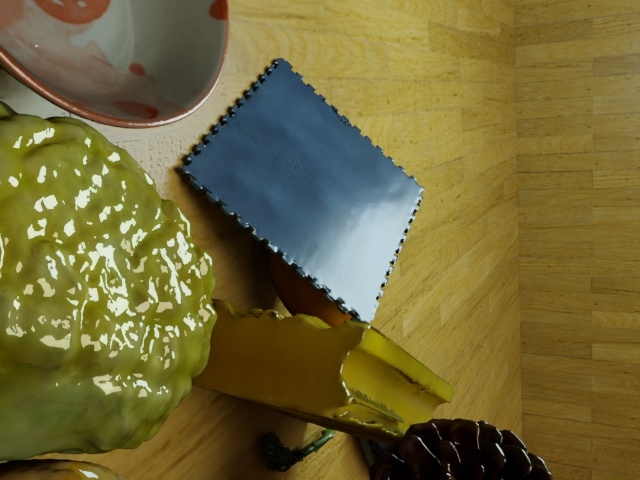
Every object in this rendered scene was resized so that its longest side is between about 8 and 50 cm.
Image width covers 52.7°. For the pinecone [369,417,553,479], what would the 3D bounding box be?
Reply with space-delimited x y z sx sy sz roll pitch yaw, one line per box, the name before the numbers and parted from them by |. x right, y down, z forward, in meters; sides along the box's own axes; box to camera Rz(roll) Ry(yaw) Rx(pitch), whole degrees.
pinecone | 0.148 0.300 0.656 0.292 0.247 0.246 75 30 -49

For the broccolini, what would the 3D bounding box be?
broccolini | -0.030 0.278 0.867 0.052 0.054 0.194 -57 159 4

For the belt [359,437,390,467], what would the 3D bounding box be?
belt | 0.130 0.333 1.090 0.122 0.129 0.218 -103 172 -54

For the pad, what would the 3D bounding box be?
pad | -0.002 -0.069 0.761 0.270 0.012 0.269 42 45 -10

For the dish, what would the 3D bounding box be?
dish | -0.182 -0.197 0.462 0.260 0.086 0.260 21 64 -53

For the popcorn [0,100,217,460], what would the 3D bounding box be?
popcorn | -0.190 0.019 0.394 0.286 0.174 0.225 19 58 -51

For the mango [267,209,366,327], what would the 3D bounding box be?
mango | 0.000 0.000 0.808 0.139 0.113 0.253 4 63 -21

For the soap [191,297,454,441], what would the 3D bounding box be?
soap | 0.014 0.168 0.757 0.324 0.204 0.096 42 58 -56

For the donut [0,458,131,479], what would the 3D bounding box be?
donut | -0.201 0.293 0.393 0.299 0.150 0.317 61 41 -44
